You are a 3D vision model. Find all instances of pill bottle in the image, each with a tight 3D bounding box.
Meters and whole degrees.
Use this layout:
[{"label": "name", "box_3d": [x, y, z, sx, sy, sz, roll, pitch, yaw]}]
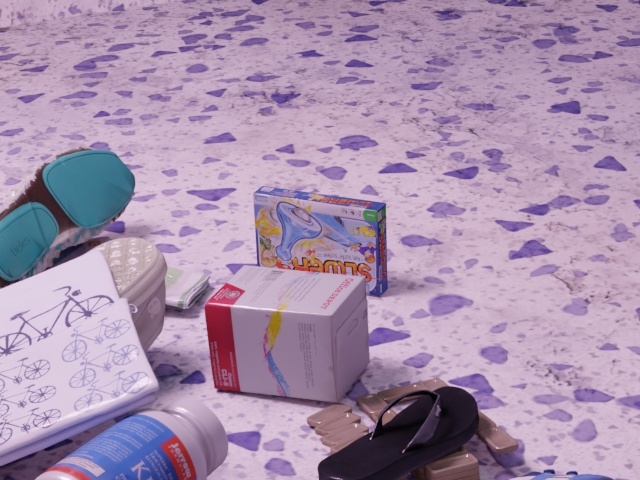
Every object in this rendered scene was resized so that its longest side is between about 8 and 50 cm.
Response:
[{"label": "pill bottle", "box_3d": [-0.201, 0.257, 1.572, 0.124, 0.124, 0.221, 13, 29, 31]}]

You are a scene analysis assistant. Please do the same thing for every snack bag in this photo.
[{"label": "snack bag", "box_3d": [-0.367, 0.141, 1.710, 0.323, 0.037, 0.342, -22, 34, -5]}]

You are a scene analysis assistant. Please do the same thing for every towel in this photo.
[{"label": "towel", "box_3d": [-0.245, 0.055, 2.109, 0.152, 0.023, 0.113, 16, 19, 9]}]

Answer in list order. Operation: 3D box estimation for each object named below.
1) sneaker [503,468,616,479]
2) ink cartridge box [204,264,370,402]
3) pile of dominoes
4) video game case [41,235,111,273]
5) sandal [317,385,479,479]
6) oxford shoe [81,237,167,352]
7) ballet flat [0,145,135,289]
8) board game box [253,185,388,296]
[{"label": "sneaker", "box_3d": [0.255, 0.273, 1.581, 0.144, 0.053, 0.059, -5, 22, -7]}, {"label": "ink cartridge box", "box_3d": [-0.038, 0.118, 1.864, 0.176, 0.127, 0.128, 4, 23, 22]}, {"label": "pile of dominoes", "box_3d": [0.102, 0.240, 1.721, 0.196, 0.040, 0.251, -11, 17, -16]}, {"label": "video game case", "box_3d": [-0.451, 0.082, 2.107, 0.329, 0.036, 0.300, -8, 24, -11]}, {"label": "sandal", "box_3d": [0.097, 0.215, 1.637, 0.097, 0.054, 0.254, 7, 21, 36]}, {"label": "oxford shoe", "box_3d": [-0.356, 0.164, 1.817, 0.169, 0.130, 0.449, 23, 49, 38]}, {"label": "ballet flat", "box_3d": [-0.432, -0.029, 2.170, 0.147, 0.147, 0.409, 8, 24, 22]}, {"label": "board game box", "box_3d": [0.000, 0.000, 2.126, 0.201, 0.136, 0.035, 8, 25, 25]}]
